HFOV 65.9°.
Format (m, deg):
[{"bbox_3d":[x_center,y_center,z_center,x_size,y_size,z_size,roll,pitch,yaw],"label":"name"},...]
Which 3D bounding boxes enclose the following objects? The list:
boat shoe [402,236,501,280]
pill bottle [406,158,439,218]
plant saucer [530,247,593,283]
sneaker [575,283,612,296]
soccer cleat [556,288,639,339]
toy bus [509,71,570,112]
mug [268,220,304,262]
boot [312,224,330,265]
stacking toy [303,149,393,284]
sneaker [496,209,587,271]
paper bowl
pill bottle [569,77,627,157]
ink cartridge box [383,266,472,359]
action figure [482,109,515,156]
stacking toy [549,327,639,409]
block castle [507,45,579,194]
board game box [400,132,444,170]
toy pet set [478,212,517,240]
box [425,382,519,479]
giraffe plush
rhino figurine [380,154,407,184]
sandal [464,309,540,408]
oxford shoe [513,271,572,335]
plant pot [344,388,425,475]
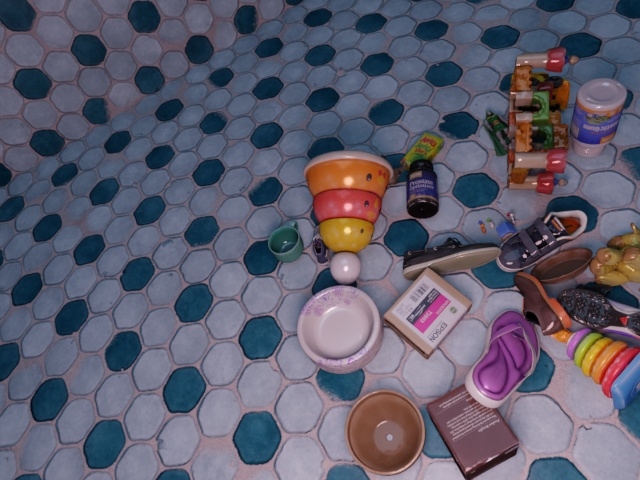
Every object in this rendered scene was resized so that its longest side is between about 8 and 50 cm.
[{"bbox_3d":[0.449,0.045,1.729,0.339,0.127,0.113,-19,55,22],"label":"boat shoe"},{"bbox_3d":[0.393,-0.203,1.912,0.122,0.123,0.219,-5,57,15],"label":"pill bottle"},{"bbox_3d":[0.779,0.088,1.588,0.198,0.198,0.036,-30,98,-2],"label":"plant saucer"},{"bbox_3d":[0.830,0.196,1.549,0.089,0.051,0.170,30,68,36],"label":"sneaker"},{"bbox_3d":[0.871,0.230,1.470,0.318,0.116,0.109,16,82,25],"label":"soccer cleat"},{"bbox_3d":[0.886,-0.622,2.026,0.220,0.150,0.212,-1,42,15],"label":"toy bus"},{"bbox_3d":[-0.120,0.015,1.957,0.157,0.097,0.129,-39,54,-10],"label":"mug"},{"bbox_3d":[0.000,0.000,1.933,0.069,0.086,0.190,-16,55,8],"label":"boot"},{"bbox_3d":[0.105,-0.069,1.867,0.350,0.350,0.481,-3,76,16],"label":"stacking toy"},{"bbox_3d":[0.742,-0.011,1.661,0.321,0.127,0.126,-29,67,-1],"label":"sneaker"},{"bbox_3d":[0.074,0.308,1.668,0.283,0.148,0.285,-9,55,12],"label":"paper bowl"},{"bbox_3d":[0.985,-0.429,1.770,0.152,0.272,0.153,-9,55,13],"label":"pill bottle"},{"bbox_3d":[0.354,0.239,1.636,0.193,0.088,0.235,39,76,22],"label":"ink cartridge box"},{"bbox_3d":[0.728,-0.454,2.007,0.137,0.063,0.232,-22,51,6],"label":"action figure"},{"bbox_3d":[0.786,0.324,1.439,0.166,0.175,0.302,-45,42,-7],"label":"stacking toy"},{"bbox_3d":[0.789,-0.412,1.752,0.212,0.303,0.454,2,76,15],"label":"block castle"},{"bbox_3d":[0.424,-0.362,2.055,0.092,0.043,0.181,30,71,32],"label":"board game box"},{"bbox_3d":[0.643,-0.058,1.769,0.122,0.065,0.114,-18,54,7],"label":"toy pet set"},{"bbox_3d":[0.424,0.533,1.391,0.168,0.167,0.203,-28,54,-1],"label":"box"},{"bbox_3d":[0.965,0.041,1.546,0.210,0.181,0.171,13,55,16],"label":"giraffe plush"},{"bbox_3d":[0.236,-0.303,2.063,0.243,0.073,0.106,25,65,32],"label":"rhino figurine"},{"bbox_3d":[0.554,0.325,1.427,0.169,0.102,0.416,35,42,14],"label":"sandal"},{"bbox_3d":[0.664,0.191,1.545,0.098,0.097,0.271,-31,26,7],"label":"oxford shoe"},{"bbox_3d":[0.197,0.578,1.473,0.237,0.110,0.238,-8,55,12],"label":"plant pot"}]
